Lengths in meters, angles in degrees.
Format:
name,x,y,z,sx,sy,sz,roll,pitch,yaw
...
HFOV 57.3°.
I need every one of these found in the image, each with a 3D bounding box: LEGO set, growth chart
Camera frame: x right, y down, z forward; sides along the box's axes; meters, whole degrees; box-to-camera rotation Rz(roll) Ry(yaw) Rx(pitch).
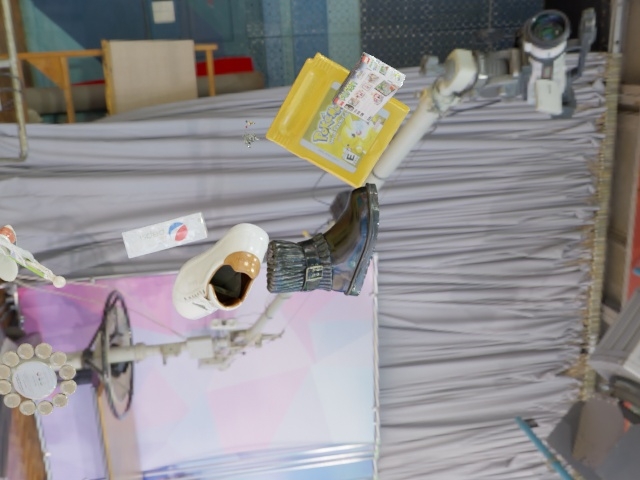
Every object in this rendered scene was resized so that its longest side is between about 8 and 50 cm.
name,x,y,z,sx,sy,sz,roll,pitch,yaw
LEGO set,-0.207,-0.304,1.691,0.023,0.054,0.083,-46,128,-52
growth chart,-0.423,-0.020,0.689,0.021,0.172,0.237,-61,163,-16

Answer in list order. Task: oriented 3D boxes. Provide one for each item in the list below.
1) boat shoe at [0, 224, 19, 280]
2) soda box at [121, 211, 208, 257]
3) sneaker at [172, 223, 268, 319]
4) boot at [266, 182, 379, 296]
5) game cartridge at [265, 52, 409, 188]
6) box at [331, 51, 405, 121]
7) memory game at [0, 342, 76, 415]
name,x,y,z,sx,sy,sz,roll,pitch,yaw
boat shoe,-0.679,0.030,1.271,0.043,0.049,0.137,-94,-165,-52
soda box,-0.420,-0.017,1.594,0.069,0.216,0.074,-154,-130,-80
sneaker,-0.201,0.089,1.067,0.290,0.106,0.123,-44,-151,41
boot,0.000,0.003,1.492,0.131,0.260,0.348,-101,-160,-59
game cartridge,0.046,-0.342,1.694,0.285,0.324,0.052,-58,-167,21
box,0.112,-0.367,1.423,0.036,0.114,0.207,-66,-169,-18
memory game,-0.664,0.325,1.366,0.012,0.186,0.186,-119,-155,-74
